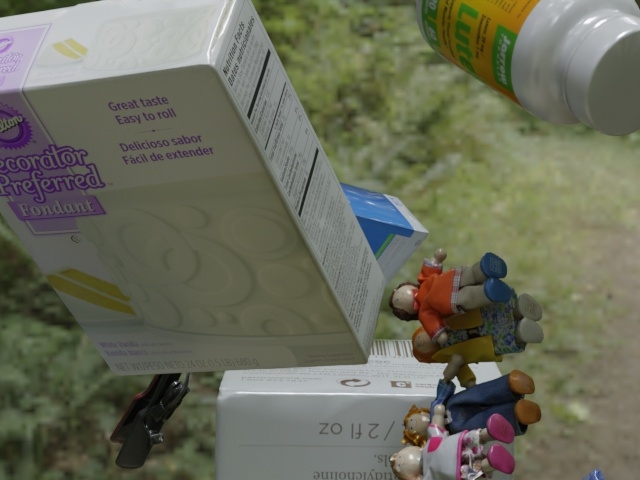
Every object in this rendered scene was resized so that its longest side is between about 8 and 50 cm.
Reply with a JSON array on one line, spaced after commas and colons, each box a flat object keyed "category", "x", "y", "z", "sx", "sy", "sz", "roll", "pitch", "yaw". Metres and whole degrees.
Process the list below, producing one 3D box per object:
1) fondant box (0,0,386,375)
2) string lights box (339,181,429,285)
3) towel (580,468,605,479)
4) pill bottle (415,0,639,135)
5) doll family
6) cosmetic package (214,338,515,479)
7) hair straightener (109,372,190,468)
[{"category": "fondant box", "x": -0.115, "y": -0.033, "z": 1.229, "sx": 0.238, "sy": 0.330, "sz": 0.096, "roll": -5, "pitch": 46, "yaw": 23}, {"category": "string lights box", "x": 0.000, "y": 0.000, "z": 1.893, "sx": 0.259, "sy": 0.133, "sz": 0.077, "roll": 13, "pitch": 31, "yaw": -52}, {"category": "towel", "x": 0.225, "y": 0.389, "z": 1.573, "sx": 0.034, "sy": 0.285, "sz": 0.209, "roll": 14, "pitch": 39, "yaw": -35}, {"category": "pill bottle", "x": 0.205, "y": -0.187, "z": 1.444, "sx": 0.136, "sy": 0.136, "sz": 0.245, "roll": -5, "pitch": 29, "yaw": -31}, {"category": "doll family", "x": 0.141, "y": 0.143, "z": 1.570, "sx": 0.118, "sy": 0.263, "sz": 0.163, "roll": 19, "pitch": -26, "yaw": -39}, {"category": "cosmetic package", "x": 0.046, "y": 0.333, "z": 1.865, "sx": 0.329, "sy": 0.394, "sz": 0.327, "roll": 1, "pitch": 8, "yaw": 0}, {"category": "hair straightener", "x": -0.190, "y": 0.208, "z": 1.946, "sx": 0.047, "sy": 0.230, "sz": 0.089, "roll": 15, "pitch": 39, "yaw": -32}]
